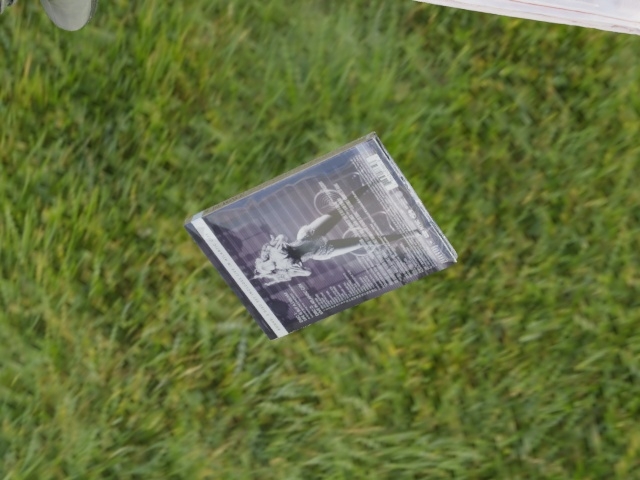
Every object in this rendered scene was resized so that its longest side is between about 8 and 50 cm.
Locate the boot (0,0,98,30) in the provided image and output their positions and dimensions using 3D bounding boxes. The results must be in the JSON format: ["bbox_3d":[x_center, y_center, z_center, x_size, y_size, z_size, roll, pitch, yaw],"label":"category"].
[{"bbox_3d":[-0.315,-0.263,1.740,0.083,0.246,0.161,30,66,15],"label":"boot"}]

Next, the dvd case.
[{"bbox_3d":[0.000,0.000,1.665,0.221,0.018,0.164,-24,119,22],"label":"dvd case"}]

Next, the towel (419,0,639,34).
[{"bbox_3d":[0.151,-0.357,1.407,0.317,0.053,0.331,9,87,5],"label":"towel"}]
